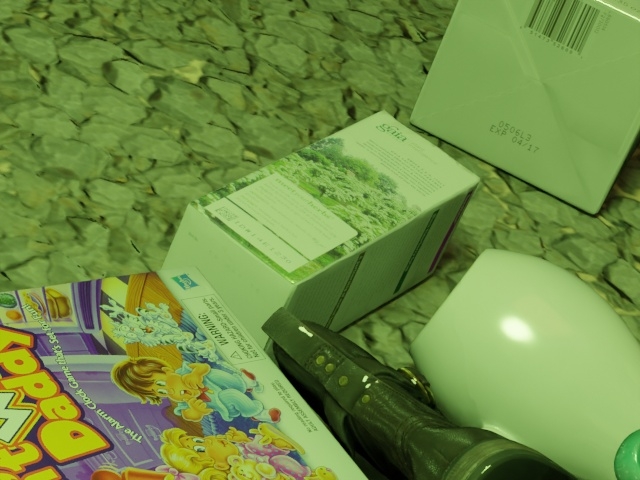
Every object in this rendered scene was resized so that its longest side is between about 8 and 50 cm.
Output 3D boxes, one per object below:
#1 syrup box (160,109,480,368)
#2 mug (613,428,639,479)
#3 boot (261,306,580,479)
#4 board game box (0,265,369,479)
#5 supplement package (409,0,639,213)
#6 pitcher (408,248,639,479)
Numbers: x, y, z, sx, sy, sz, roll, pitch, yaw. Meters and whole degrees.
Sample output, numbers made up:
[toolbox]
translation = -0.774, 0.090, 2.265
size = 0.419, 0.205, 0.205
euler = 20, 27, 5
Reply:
[syrup box]
translation = 0.000, 0.000, 1.330
size = 0.093, 0.096, 0.237
euler = 37, 35, 19
[mug]
translation = 0.253, 0.179, 1.150
size = 0.097, 0.158, 0.129
euler = -33, 28, -31
[boot]
translation = 0.094, 0.148, 1.145
size = 0.263, 0.091, 0.229
euler = 49, -10, -33
[board game box]
translation = -0.085, 0.163, 1.059
size = 0.233, 0.078, 0.347
euler = -8, 44, -39
[supplement package]
translation = 0.225, -0.185, 1.659
size = 0.177, 0.175, 0.293
euler = 27, 32, 9
[pitcher]
translation = 0.149, 0.115, 1.247
size = 0.207, 0.125, 0.178
euler = 38, 50, 4
